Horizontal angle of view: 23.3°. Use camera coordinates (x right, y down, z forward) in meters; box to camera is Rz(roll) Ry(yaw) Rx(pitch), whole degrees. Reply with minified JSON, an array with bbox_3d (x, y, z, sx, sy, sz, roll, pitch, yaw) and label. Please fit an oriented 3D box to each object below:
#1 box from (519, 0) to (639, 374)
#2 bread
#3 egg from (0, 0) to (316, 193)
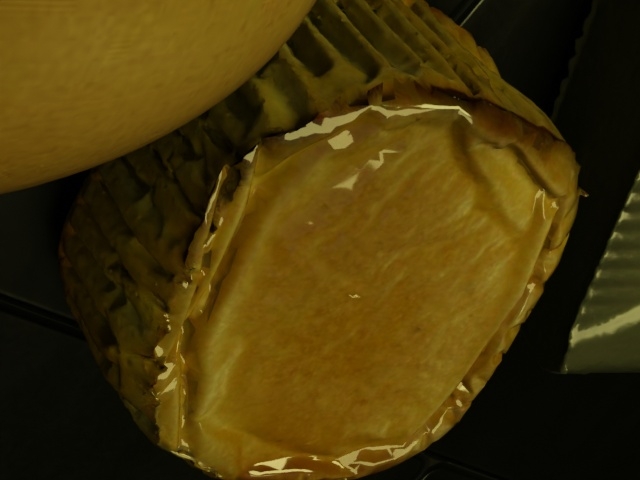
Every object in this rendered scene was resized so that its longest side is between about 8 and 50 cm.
[{"bbox_3d":[0.225,-0.040,0.884,0.178,0.138,0.274,-2,128,-23],"label":"box"},{"bbox_3d":[0.000,0.000,0.780,0.227,0.142,0.253,10,125,-38],"label":"bread"},{"bbox_3d":[-0.133,-0.135,0.500,0.322,0.250,0.250,-2,128,-34],"label":"egg"}]
